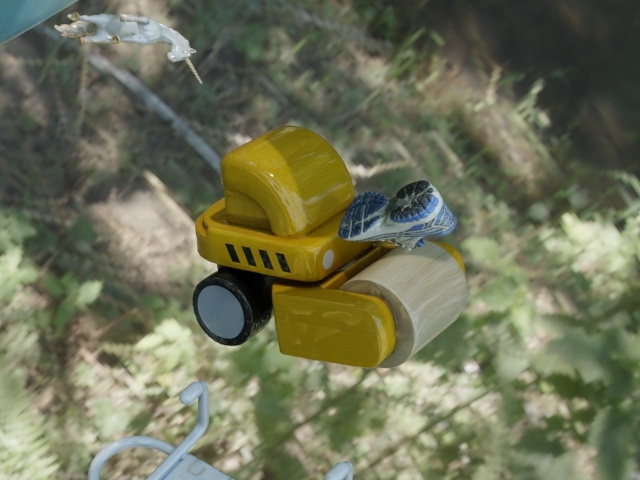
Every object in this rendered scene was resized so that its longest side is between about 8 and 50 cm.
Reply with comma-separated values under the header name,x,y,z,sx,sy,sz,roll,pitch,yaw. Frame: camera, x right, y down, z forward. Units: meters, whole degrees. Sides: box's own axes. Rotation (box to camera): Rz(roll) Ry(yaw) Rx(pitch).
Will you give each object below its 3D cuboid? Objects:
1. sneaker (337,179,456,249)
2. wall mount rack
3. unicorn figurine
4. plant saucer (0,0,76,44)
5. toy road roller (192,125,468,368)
name,x,y,z,sx,sy,sz,roll,pitch,yaw
sneaker,0.070,-0.013,1.472,0.058,0.135,0.052,38,63,-29
wall mount rack,-0.135,0.307,1.707,0.350,0.130,0.304,26,49,22
unicorn figurine,-0.223,-0.243,1.895,0.162,0.060,0.111,26,14,23
plant saucer,-0.126,-0.218,1.010,0.043,0.317,0.317,55,45,-20
toy road roller,0.000,0.000,1.931,0.202,0.329,0.240,-34,126,-49
